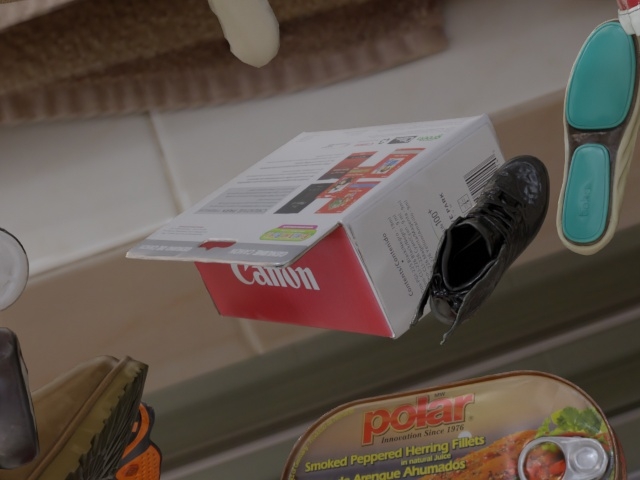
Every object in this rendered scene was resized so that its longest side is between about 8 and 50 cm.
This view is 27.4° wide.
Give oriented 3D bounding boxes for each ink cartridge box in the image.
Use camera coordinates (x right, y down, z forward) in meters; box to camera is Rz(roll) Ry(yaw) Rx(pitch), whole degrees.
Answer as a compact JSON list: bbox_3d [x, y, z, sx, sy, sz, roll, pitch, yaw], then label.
[{"bbox_3d":[0.000,0.000,1.305,0.309,0.272,0.130,2,122,55],"label":"ink cartridge box"}]

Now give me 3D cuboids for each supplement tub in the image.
[{"bbox_3d":[-0.460,0.035,1.717,0.190,0.117,0.117,1,112,62],"label":"supplement tub"}]

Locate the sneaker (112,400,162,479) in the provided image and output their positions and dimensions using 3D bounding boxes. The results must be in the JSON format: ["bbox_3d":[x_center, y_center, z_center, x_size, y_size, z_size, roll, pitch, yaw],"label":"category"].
[{"bbox_3d":[-0.294,0.296,1.525,0.180,0.321,0.124,6,-132,-49],"label":"sneaker"}]

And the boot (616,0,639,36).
[{"bbox_3d":[0.296,-0.285,1.220,0.176,0.088,0.244,68,-165,-3],"label":"boot"}]

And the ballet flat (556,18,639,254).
[{"bbox_3d":[0.299,-0.106,1.387,0.086,0.086,0.248,137,145,-89],"label":"ballet flat"}]

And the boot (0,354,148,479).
[{"bbox_3d":[-0.256,0.091,0.745,0.236,0.270,0.089,-55,-14,-62],"label":"boot"}]

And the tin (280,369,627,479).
[{"bbox_3d":[0.068,0.130,0.699,0.040,0.190,0.106,40,-137,-56],"label":"tin"}]

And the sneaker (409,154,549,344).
[{"bbox_3d":[0.115,0.002,0.922,0.051,0.170,0.089,29,167,13],"label":"sneaker"}]

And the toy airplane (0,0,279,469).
[{"bbox_3d":[-0.222,-0.104,0.512,0.384,0.386,0.272,27,151,9],"label":"toy airplane"}]
